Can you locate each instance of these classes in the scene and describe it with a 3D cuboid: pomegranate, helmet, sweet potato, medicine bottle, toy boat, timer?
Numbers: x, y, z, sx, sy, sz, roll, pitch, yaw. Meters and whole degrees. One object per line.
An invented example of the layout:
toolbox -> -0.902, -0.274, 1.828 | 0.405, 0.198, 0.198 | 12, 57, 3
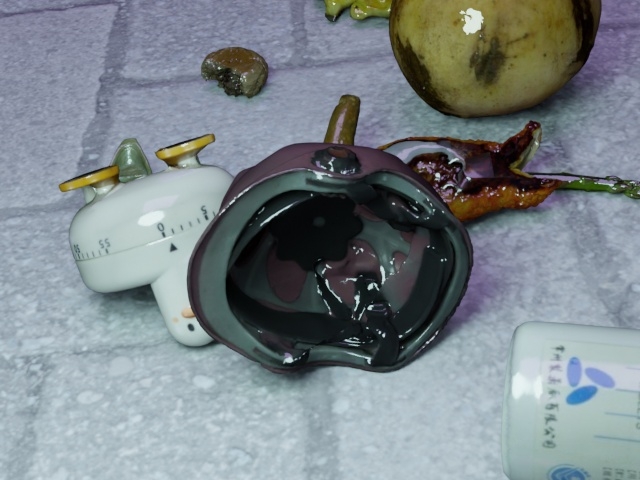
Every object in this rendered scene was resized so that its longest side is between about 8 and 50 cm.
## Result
pomegranate -> 0.255, -0.324, 1.746 | 0.322, 0.322, 0.322 | -5, 37, 4
helmet -> 0.000, 0.000, 1.371 | 0.338, 0.271, 0.197 | 8, 29, -19
sweet potato -> 0.002, -0.064, 1.588 | 0.079, 0.108, 0.346 | 3, 42, 24
medicine bottle -> 0.331, 0.173, 1.173 | 0.292, 0.170, 0.170 | 4, 39, 14
toy boat -> -0.273, -0.072, 1.682 | 0.089, 0.071, 0.185 | -7, 37, 3
timer -> -0.194, 0.008, 1.500 | 0.233, 0.240, 0.233 | -18, 8, 3

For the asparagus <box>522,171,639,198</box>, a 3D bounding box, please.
asparagus -> 0.351, -0.076, 1.610 | 0.235, 0.027, 0.034 | 6, 44, 17

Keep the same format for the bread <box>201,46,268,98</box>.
bread -> -0.132, -0.273, 1.928 | 0.113, 0.060, 0.082 | 27, 49, 34

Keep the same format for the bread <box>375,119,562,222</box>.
bread -> 0.182, -0.081, 1.597 | 0.268, 0.095, 0.139 | -5, 60, -2

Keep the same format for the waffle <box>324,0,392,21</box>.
waffle -> 0.163, -0.518, 2.177 | 0.379, 0.095, 0.382 | -9, 39, -5
